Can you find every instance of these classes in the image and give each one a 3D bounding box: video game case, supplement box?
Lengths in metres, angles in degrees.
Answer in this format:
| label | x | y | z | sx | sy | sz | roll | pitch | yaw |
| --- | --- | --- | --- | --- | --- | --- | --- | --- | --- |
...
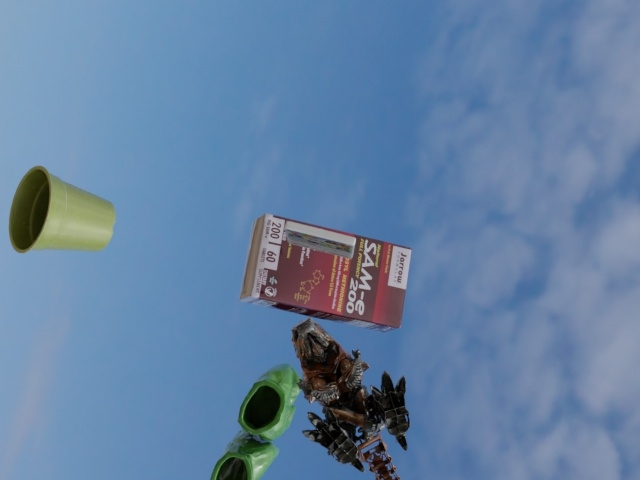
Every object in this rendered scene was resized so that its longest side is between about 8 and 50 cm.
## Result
| label | x | y | z | sx | sy | sz | roll | pitch | yaw |
| --- | --- | --- | --- | --- | --- | --- | --- | --- | --- |
| video game case | 0.000 | 0.000 | 1.505 | 0.122 | 0.087 | 0.011 | 89 | 16 | -82 |
| supplement box | 0.009 | 0.051 | 1.810 | 0.073 | 0.239 | 0.130 | 155 | -55 | -68 |

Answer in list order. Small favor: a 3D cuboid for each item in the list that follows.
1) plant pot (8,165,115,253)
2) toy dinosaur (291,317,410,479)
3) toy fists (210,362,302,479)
| label | x | y | z | sx | sy | sz | roll | pitch | yaw |
| --- | --- | --- | --- | --- | --- | --- | --- | --- | --- |
| plant pot | -0.239 | -0.022 | 1.137 | 0.083 | 0.079 | 0.083 | -18 | -115 | 47 |
| toy dinosaur | 0.061 | 0.268 | 1.896 | 0.164 | 0.322 | 0.218 | -50 | -175 | -5 |
| toy fists | -0.115 | 0.355 | 2.214 | 0.142 | 0.096 | 0.279 | -55 | 168 | -77 |
